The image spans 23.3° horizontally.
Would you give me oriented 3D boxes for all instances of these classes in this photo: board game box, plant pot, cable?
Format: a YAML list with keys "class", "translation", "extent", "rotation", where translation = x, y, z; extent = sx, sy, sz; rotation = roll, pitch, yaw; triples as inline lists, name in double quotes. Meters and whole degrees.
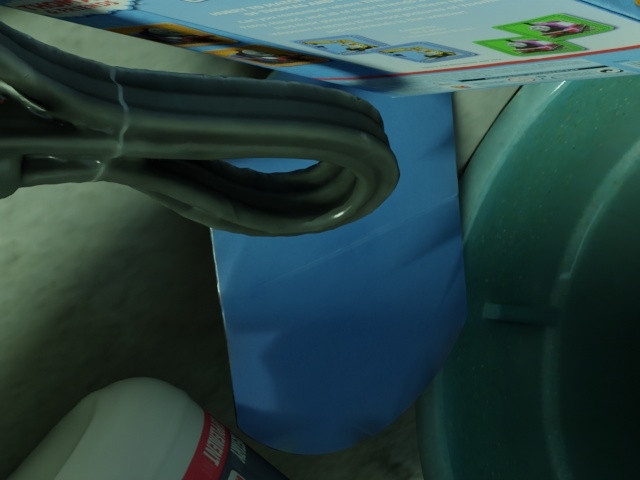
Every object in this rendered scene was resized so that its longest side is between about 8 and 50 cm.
- class: "board game box"
  translation: [0.000, 0.000, 0.613]
  extent: [0.133, 0.033, 0.168]
  rotation: [-25, 118, -39]
- class: "plant pot"
  translation: [0.275, 0.068, 0.716]
  extent: [0.334, 0.341, 0.341]
  rotation: [9, 120, -54]
- class: "board game box"
  translation: [0.010, -0.080, 0.464]
  extent: [0.211, 0.160, 0.039]
  rotation: [6, 86, -45]
- class: "cable"
  translation: [-0.092, -0.049, 0.450]
  extent: [0.287, 0.072, 0.139]
  rotation: [-6, 148, -34]

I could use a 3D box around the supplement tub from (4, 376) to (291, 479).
- class: "supplement tub"
  translation: [-0.026, 0.199, 0.574]
  extent: [0.272, 0.191, 0.191]
  rotation: [40, 98, -9]
